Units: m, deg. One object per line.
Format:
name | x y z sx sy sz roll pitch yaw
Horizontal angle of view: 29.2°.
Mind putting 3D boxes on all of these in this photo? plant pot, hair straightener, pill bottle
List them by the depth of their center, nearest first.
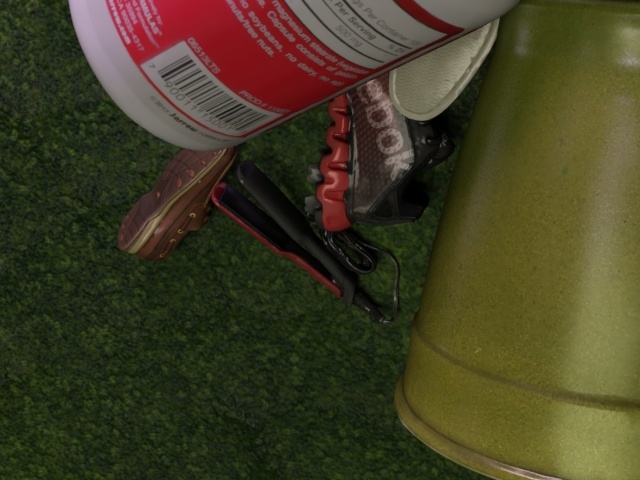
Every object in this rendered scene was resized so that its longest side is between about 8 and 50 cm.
pill bottle | 0.016 -0.237 0.935 0.407 0.229 0.229 -22 104 36
plant pot | 0.252 -0.022 0.997 0.366 0.366 0.353 8 105 20
hair straightener | 0.000 0.000 1.254 0.230 0.047 0.089 43 122 -9

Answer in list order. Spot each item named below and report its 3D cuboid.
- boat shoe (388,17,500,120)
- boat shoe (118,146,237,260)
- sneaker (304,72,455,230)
boat shoe | 0.133 -0.210 1.060 0.084 0.079 0.233 28 104 19
boat shoe | -0.143 -0.044 1.306 0.060 0.064 0.178 29 119 -31
sneaker | 0.064 -0.134 1.149 0.135 0.097 0.276 9 113 11
